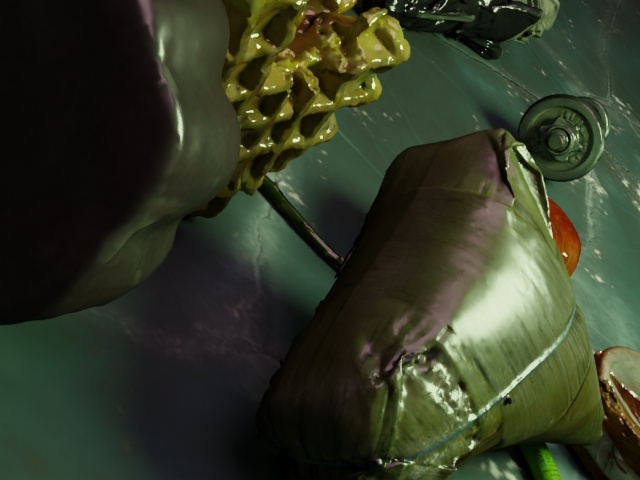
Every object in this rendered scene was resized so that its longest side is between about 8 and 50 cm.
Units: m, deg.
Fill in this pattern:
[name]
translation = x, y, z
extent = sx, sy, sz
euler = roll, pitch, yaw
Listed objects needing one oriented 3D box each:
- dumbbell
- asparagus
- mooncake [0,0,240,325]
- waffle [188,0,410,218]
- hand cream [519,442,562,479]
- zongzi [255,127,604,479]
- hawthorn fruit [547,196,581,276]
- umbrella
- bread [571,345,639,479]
[dumbbell]
translation = 0.329, -0.144, 1.785
extent = 0.110, 0.110, 0.254
euler = 46, 23, 7
[asparagus]
translation = 0.000, 0.000, 1.253
extent = 0.163, 0.016, 0.016
euler = 45, 9, 7
[mooncake]
translation = -0.192, -0.100, 0.875
extent = 0.306, 0.306, 0.154
euler = 49, 20, 11
[waffle]
translation = -0.075, -0.147, 1.088
extent = 0.151, 0.261, 0.324
euler = 51, 17, 17
[hand cream]
translation = 0.203, 0.216, 1.206
extent = 0.036, 0.023, 0.122
euler = 29, 31, -47
[zongzi]
translation = 0.116, 0.144, 1.092
extent = 0.323, 0.160, 0.360
euler = -54, 130, -34
[hawthorn fruit]
translation = 0.149, 0.017, 1.290
extent = 0.179, 0.173, 0.173
euler = 17, 28, 7
[umbrella]
translation = 0.190, -0.301, 1.823
extent = 0.357, 0.113, 0.106
euler = -8, 59, -47
[bread]
translation = 0.304, 0.181, 1.331
extent = 0.160, 0.073, 0.160
euler = 28, 34, -21
